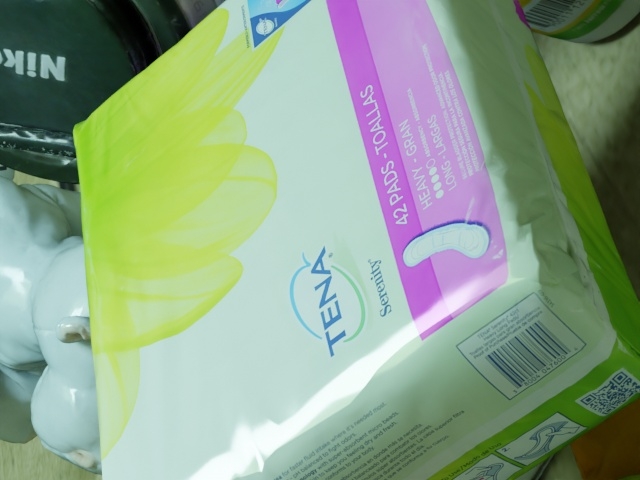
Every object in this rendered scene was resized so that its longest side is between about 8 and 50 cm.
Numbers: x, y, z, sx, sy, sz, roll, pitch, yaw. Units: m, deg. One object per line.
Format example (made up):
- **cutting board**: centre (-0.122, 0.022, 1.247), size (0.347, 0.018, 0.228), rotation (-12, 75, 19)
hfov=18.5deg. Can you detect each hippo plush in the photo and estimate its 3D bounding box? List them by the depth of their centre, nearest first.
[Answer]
- **hippo plush**: centre (-0.170, 0.045, 1.477), size (0.236, 0.234, 0.294), rotation (19, 113, 36)

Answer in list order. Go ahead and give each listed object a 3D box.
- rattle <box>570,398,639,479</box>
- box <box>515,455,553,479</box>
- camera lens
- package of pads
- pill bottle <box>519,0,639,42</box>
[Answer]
- **rattle**: centre (0.098, 0.095, 0.775), size (0.130, 0.200, 0.142), rotation (-41, 56, 45)
- **box**: centre (0.026, 0.033, 1.050), size (0.127, 0.149, 0.232), rotation (-62, 28, 26)
- **camera lens**: centre (-0.116, -0.183, 1.105), size (0.219, 0.219, 0.274), rotation (-49, 12, 47)
- **package of pads**: centre (0.000, 0.000, 0.861), size (0.229, 0.101, 0.296), rotation (-37, 39, 21)
- **pill bottle**: centre (0.051, -0.194, 0.993), size (0.136, 0.246, 0.136), rotation (-42, 41, 51)
